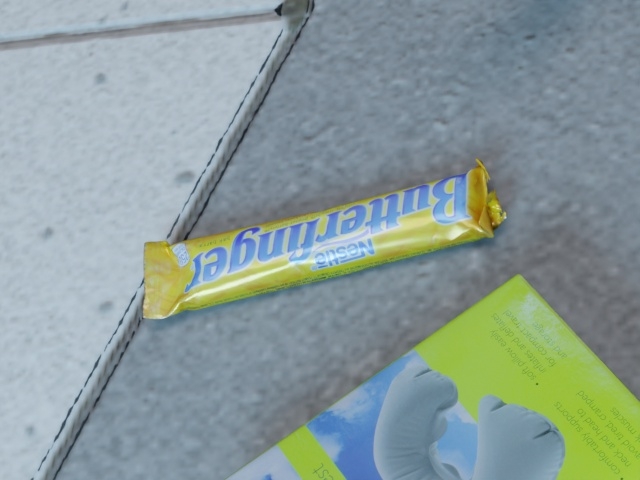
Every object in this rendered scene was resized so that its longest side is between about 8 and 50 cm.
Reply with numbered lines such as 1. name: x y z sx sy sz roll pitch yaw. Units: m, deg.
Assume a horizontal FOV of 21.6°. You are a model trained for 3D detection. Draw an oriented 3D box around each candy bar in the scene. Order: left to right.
1. candy bar: 0.000 0.000 0.721 0.161 0.018 0.040 -14 54 10

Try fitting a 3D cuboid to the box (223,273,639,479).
1. box: 0.036 0.103 0.622 0.178 0.042 0.109 -35 53 -7
